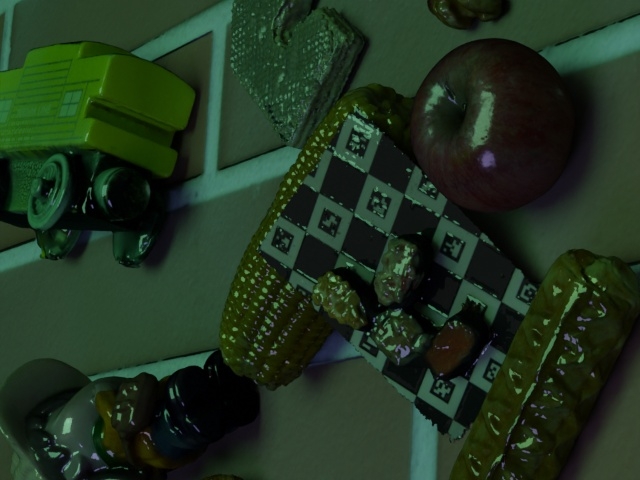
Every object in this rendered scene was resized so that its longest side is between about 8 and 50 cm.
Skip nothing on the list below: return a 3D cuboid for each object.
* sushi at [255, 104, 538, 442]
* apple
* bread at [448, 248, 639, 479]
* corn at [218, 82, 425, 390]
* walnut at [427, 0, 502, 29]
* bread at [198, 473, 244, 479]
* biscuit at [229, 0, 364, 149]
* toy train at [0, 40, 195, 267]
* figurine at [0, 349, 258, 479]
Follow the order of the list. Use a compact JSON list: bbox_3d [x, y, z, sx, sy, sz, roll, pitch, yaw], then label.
[{"bbox_3d":[0.063,0.040,1.489,0.279,0.043,0.192,46,121,19],"label":"sushi"},{"bbox_3d":[0.155,-0.099,1.438,0.153,0.120,0.153,-20,64,48],"label":"apple"},{"bbox_3d":[0.167,0.174,1.373,0.077,0.084,0.368,-52,-15,-71],"label":"bread"},{"bbox_3d":[0.000,0.000,1.630,0.344,0.131,0.131,-59,38,26],"label":"corn"},{"bbox_3d":[0.133,-0.287,1.576,0.143,0.069,0.170,-53,43,30],"label":"walnut"},{"bbox_3d":[-0.111,0.346,1.749,0.193,0.064,0.193,-17,66,46],"label":"bread"},{"bbox_3d":[-0.040,-0.221,1.828,0.147,0.046,0.250,-62,37,23],"label":"biscuit"},{"bbox_3d":[-0.323,-0.119,2.114,0.442,0.179,0.272,3,75,56],"label":"toy train"},{"bbox_3d":[-0.217,0.233,1.853,0.332,0.185,0.204,-4,101,39],"label":"figurine"}]
